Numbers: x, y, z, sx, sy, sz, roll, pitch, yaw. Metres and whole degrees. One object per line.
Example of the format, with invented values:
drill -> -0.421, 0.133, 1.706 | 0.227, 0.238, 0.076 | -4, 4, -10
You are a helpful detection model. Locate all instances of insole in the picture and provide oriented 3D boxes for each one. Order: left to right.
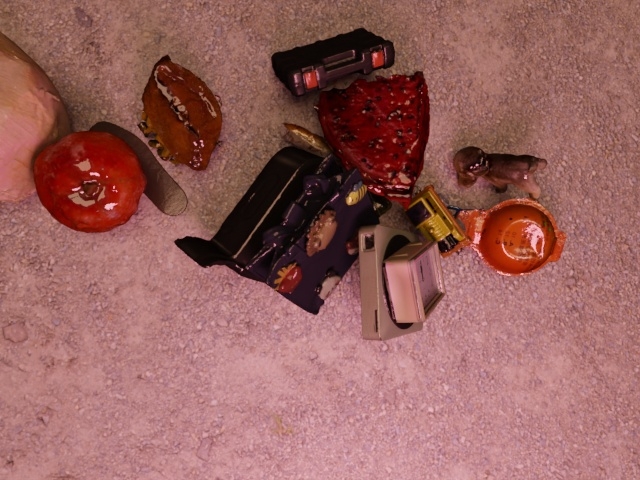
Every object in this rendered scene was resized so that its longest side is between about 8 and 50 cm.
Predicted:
insole -> -0.475, -0.191, 1.091 | 0.328, 0.007, 0.111 | 44, 82, 0

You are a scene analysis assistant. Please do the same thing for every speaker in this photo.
speaker -> -0.135, -0.080, 0.997 | 0.180, 0.184, 0.388 | 28, 78, 37

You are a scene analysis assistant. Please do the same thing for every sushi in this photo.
sushi -> -0.356, -0.319, 1.052 | 0.167, 0.179, 0.296 | -43, 106, -32

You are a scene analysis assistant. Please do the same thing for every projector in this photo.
projector -> 0.172, 0.102, 1.023 | 0.079, 0.259, 0.258 | -5, 83, 35

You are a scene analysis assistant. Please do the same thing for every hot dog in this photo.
hot dog -> -0.017, -0.256, 1.103 | 0.192, 0.099, 0.053 | 28, 111, -7

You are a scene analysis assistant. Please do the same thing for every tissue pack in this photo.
tissue pack -> 0.055, -0.441, 1.165 | 0.056, 0.023, 0.108 | 40, 81, -1

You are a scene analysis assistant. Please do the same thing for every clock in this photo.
clock -> 0.221, 0.088, 0.960 | 0.071, 0.192, 0.147 | -7, 100, 33

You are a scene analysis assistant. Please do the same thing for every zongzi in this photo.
zongzi -> 0.121, -0.095, 1.126 | 0.113, 0.052, 0.104 | -43, 82, 4

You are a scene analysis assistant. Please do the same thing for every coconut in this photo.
coconut -> -0.780, -0.291, 0.891 | 0.403, 0.404, 0.405 | 1, 84, -6

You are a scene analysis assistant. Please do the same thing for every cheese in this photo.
cheese -> 0.471, -0.016, 1.103 | 0.328, 0.129, 0.217 | 11, 102, 9

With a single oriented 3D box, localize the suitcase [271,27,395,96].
suitcase -> 0.028, -0.471, 1.089 | 0.285, 0.206, 0.066 | -21, 131, -8

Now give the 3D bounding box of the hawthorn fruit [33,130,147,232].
hawthorn fruit -> -0.512, -0.126, 0.939 | 0.241, 0.271, 0.242 | -5, 102, -25

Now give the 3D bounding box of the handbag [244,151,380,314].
handbag -> 0.000, 0.000, 0.951 | 0.121, 0.329, 0.303 | 33, 82, 22

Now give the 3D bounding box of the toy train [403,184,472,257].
toy train -> 0.290, -0.045, 1.055 | 0.089, 0.127, 0.219 | -38, 82, 35

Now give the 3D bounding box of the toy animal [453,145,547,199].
toy animal -> 0.478, -0.185, 1.115 | 0.168, 0.233, 0.121 | 14, 94, -44

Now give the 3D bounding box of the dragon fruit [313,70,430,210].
dragon fruit -> 0.144, -0.220, 1.073 | 0.285, 0.228, 0.330 | -3, 76, 14
